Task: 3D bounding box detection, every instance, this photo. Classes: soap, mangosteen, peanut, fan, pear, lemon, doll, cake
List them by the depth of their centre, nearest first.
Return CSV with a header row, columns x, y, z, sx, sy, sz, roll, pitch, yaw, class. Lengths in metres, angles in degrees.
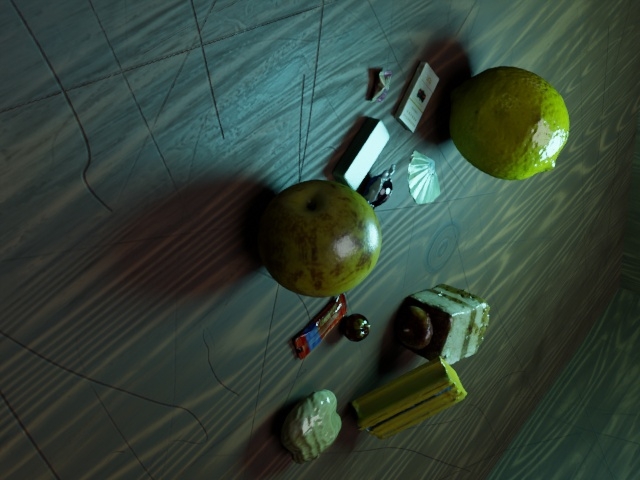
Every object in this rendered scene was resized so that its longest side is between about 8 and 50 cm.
x,y,z,sx,sy,sz,roll,pitch,yaw,class
0.000,0.000,1.575,0.281,0.281,0.281,-27,128,-42,pear
0.144,-0.117,1.858,0.195,0.070,0.096,-56,158,-4,doll
-0.023,0.516,1.937,0.197,0.110,0.233,-44,136,-29,peanut
0.104,0.245,1.983,0.081,0.081,0.081,-27,128,-42,mangosteen
0.533,-0.334,2.012,0.336,0.336,0.336,-27,128,-42,lemon
0.305,-0.178,2.081,0.131,0.009,0.240,-57,143,-10,fan
0.270,0.489,2.172,0.324,0.096,0.204,-29,144,10,soap
0.379,0.267,2.250,0.293,0.199,0.196,-7,116,-49,cake

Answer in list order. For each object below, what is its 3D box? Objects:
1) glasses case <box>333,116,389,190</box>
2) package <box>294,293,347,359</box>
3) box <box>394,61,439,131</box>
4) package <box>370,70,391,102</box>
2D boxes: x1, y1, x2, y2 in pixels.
x,y,z,sx,sy,sz,roll,pitch,yaw,class
0.104,-0.216,1.778,0.184,0.039,0.078,-57,142,-14,glasses case
0.004,0.228,1.895,0.200,0.022,0.083,-42,136,-29,package
0.259,-0.385,1.901,0.090,0.024,0.167,32,83,-53,box
0.152,-0.382,1.764,0.059,0.029,0.083,-20,134,-54,package
